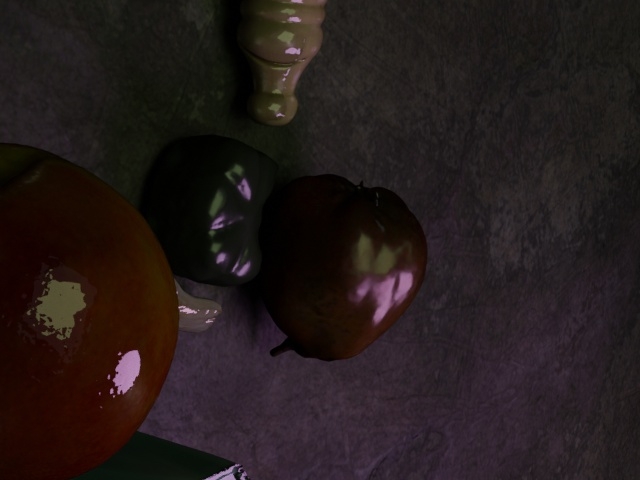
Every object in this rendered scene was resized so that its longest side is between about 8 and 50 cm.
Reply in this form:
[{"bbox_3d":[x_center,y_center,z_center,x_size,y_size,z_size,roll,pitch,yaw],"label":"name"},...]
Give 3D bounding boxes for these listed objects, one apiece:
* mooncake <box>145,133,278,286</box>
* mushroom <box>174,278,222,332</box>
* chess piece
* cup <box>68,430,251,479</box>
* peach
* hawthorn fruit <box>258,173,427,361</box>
[{"bbox_3d":[-0.115,-0.031,1.602,0.168,0.104,0.175,-42,130,-49],"label":"mooncake"},{"bbox_3d":[-0.175,0.066,1.572,0.202,0.059,0.054,35,37,-54],"label":"mushroom"},{"bbox_3d":[-0.039,-0.287,1.658,0.139,0.124,0.307,-78,174,-82],"label":"chess piece"},{"bbox_3d":[-0.182,0.259,1.453,0.148,0.236,0.134,-56,136,-33],"label":"cup"},{"bbox_3d":[-0.277,0.078,1.273,0.308,0.308,0.332,-46,143,-37],"label":"peach"},{"bbox_3d":[0.009,0.043,1.710,0.208,0.208,0.248,-3,125,-52],"label":"hawthorn fruit"}]
